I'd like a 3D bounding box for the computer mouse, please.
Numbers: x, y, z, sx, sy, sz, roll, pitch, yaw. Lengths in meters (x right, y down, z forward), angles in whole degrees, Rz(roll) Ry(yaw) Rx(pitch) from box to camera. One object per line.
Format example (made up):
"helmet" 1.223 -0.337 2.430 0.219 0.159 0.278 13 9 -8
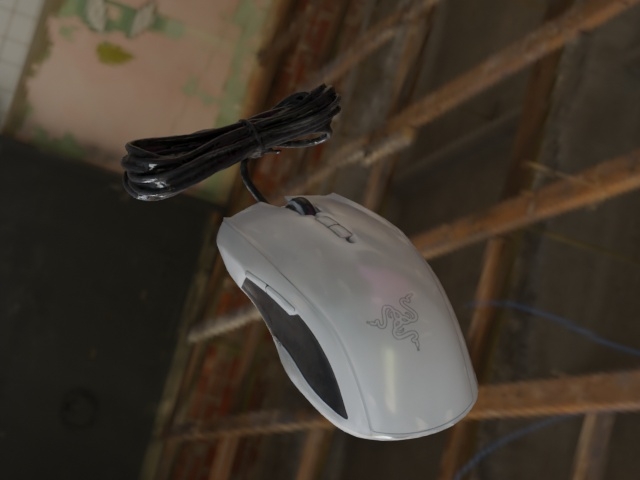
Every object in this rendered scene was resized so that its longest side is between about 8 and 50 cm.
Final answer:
"computer mouse" 0.000 0.000 0.565 0.193 0.106 0.042 51 -35 41
